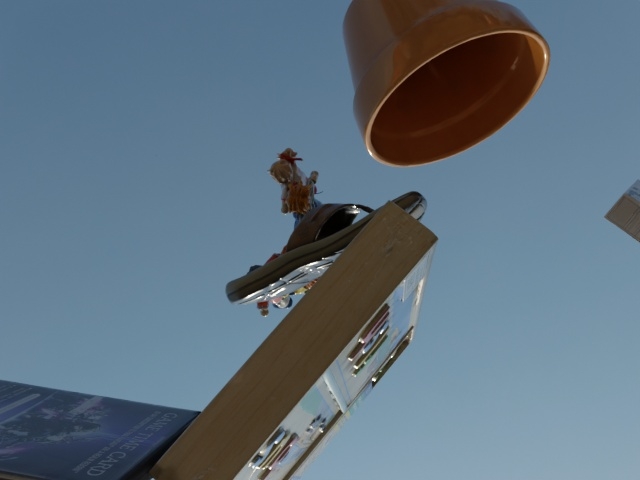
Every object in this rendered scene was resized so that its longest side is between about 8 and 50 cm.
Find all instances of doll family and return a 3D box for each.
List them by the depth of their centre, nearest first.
[{"bbox_3d":[-0.025,-0.011,1.116,0.119,0.163,0.262,6,-105,18],"label":"doll family"}]

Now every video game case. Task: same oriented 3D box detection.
[{"bbox_3d":[-0.251,0.145,0.577,0.275,0.196,0.026,8,-87,8],"label":"video game case"}]

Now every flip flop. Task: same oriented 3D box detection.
[{"bbox_3d":[0.000,0.000,0.935,0.277,0.112,0.080,-25,-109,15],"label":"flip flop"}]

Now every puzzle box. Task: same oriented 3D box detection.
[{"bbox_3d":[-0.001,0.143,0.730,0.052,0.409,0.272,39,-101,15],"label":"puzzle box"}]

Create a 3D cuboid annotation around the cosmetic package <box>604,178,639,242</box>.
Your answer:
[{"bbox_3d":[0.599,-0.053,1.389,0.099,0.239,0.060,41,-64,15],"label":"cosmetic package"}]

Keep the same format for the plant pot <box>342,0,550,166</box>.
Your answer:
[{"bbox_3d":[0.159,-0.276,1.118,0.291,0.291,0.203,-21,-115,-9],"label":"plant pot"}]
